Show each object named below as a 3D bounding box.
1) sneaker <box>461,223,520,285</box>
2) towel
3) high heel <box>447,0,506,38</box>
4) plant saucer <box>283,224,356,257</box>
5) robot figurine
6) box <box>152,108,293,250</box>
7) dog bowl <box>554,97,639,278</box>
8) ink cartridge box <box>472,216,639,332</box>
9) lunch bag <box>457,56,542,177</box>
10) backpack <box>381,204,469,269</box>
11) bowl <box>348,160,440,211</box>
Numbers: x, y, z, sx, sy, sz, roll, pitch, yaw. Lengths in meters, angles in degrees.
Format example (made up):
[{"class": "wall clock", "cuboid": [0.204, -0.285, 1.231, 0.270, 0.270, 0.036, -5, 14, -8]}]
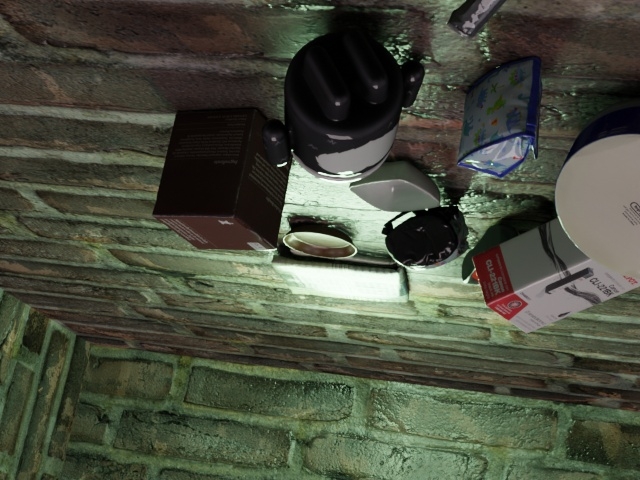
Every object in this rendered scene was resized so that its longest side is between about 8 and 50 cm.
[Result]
[{"class": "sneaker", "cuboid": [0.403, 0.035, 2.101, 0.145, 0.090, 0.270, 6, 161, -10]}, {"class": "towel", "cuboid": [0.055, 0.086, 2.508, 0.324, 0.056, 0.312, 4, 164, 10]}, {"class": "high heel", "cuboid": [0.126, -0.357, 1.122, 0.261, 0.093, 0.186, 28, 134, -16]}, {"class": "plant saucer", "cuboid": [0.000, 0.000, 2.288, 0.169, 0.029, 0.168, 8, 162, 3]}, {"class": "robot figurine", "cuboid": [0.033, -0.188, 1.470, 0.209, 0.173, 0.278, 12, 161, 2]}, {"class": "box", "cuboid": [-0.166, -0.105, 1.782, 0.167, 0.203, 0.168, 2, 160, 24]}, {"class": "dog bowl", "cuboid": [0.487, -0.072, 1.495, 0.265, 0.104, 0.264, 18, 135, 20]}, {"class": "ink cartridge box", "cuboid": [0.460, 0.053, 1.925, 0.273, 0.114, 0.197, -28, 145, 24]}, {"class": "lunch bag", "cuboid": [0.270, -0.177, 1.454, 0.096, 0.128, 0.151, 13, 160, -13]}, {"class": "backpack", "cuboid": [0.214, -0.007, 1.941, 0.152, 0.115, 0.182, -8, -173, 23]}, {"class": "bowl", "cuboid": [0.141, -0.102, 1.869, 0.142, 0.053, 0.142, -5, 156, 38]}]
